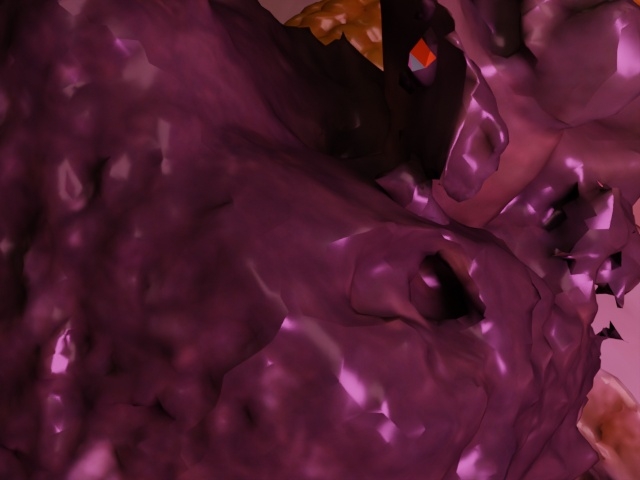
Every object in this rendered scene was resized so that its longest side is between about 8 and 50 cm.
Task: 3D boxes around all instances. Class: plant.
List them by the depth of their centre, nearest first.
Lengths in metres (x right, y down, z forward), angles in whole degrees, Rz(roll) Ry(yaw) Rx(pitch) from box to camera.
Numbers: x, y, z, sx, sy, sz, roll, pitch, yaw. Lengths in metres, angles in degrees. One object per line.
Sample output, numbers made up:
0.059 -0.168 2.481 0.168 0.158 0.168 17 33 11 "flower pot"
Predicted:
0.000 0.000 0.560 0.312 0.215 0.213 -36 73 15 "plant"

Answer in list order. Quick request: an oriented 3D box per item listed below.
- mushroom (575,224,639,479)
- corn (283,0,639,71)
0.127 0.123 0.724 0.292 0.217 0.212 35 104 27 "mushroom"
0.093 -0.105 0.854 0.363 0.120 0.120 -35 69 -24 "corn"
